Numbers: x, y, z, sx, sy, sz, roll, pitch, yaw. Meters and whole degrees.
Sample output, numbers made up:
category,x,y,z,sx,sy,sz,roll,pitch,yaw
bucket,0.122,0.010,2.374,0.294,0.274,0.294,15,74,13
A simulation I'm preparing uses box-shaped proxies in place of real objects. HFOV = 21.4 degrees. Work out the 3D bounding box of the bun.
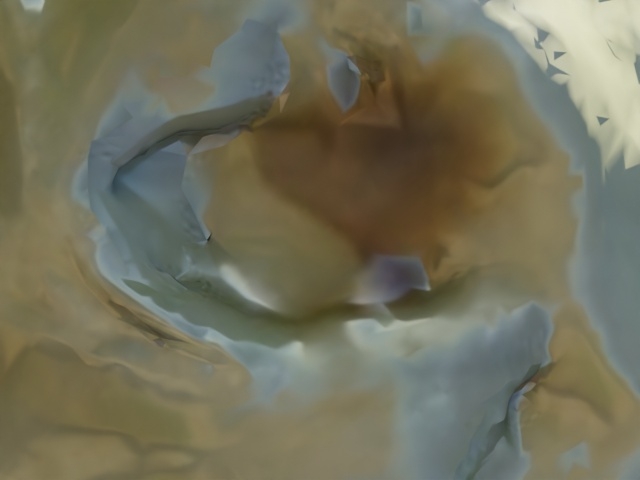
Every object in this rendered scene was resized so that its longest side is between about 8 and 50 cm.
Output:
category,x,y,z,sx,sy,sz,roll,pitch,yaw
bun,0.001,-0.003,0.431,0.202,0.364,0.364,-20,104,-87
